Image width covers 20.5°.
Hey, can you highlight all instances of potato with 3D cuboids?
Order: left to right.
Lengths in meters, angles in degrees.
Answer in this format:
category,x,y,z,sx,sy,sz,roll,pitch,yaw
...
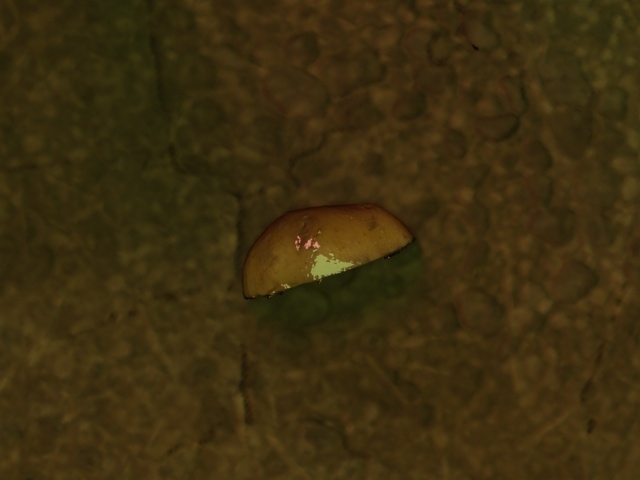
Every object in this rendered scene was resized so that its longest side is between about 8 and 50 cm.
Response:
category,x,y,z,sx,sy,sz,roll,pitch,yaw
potato,-0.001,0.000,0.894,0.093,0.037,0.036,-19,96,3
